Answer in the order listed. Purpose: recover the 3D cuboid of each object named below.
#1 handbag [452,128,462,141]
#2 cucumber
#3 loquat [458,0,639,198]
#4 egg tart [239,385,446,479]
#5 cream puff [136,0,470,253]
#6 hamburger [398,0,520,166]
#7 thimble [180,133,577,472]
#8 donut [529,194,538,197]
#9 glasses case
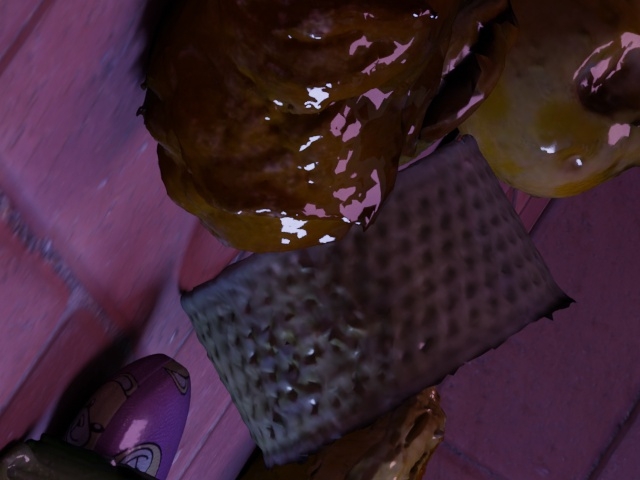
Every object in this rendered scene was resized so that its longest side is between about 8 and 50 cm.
[{"bbox_3d":[0.155,-0.063,2.192,0.127,0.062,0.190,-53,171,-22],"label":"handbag"},{"bbox_3d":[-0.166,0.198,1.251,0.115,0.193,0.086,-91,-159,-48],"label":"cucumber"},{"bbox_3d":[0.228,-0.155,1.848,0.244,0.244,0.244,-55,169,-16],"label":"loquat"},{"bbox_3d":[-0.012,0.326,2.220,0.443,0.178,0.443,-57,171,-13],"label":"egg tart"},{"bbox_3d":[-0.003,-0.117,1.058,0.241,0.154,0.269,-45,158,-69],"label":"cream puff"},{"bbox_3d":[0.068,-0.127,1.410,0.183,0.130,0.206,-52,171,-19],"label":"hamburger"},{"bbox_3d":[0.041,0.045,1.435,0.270,0.150,0.271,-29,179,0],"label":"thimble"},{"bbox_3d":[0.285,-0.182,2.259,0.261,0.128,0.208,-62,168,21],"label":"donut"},{"bbox_3d":[-0.177,0.216,1.393,0.316,0.075,0.123,-63,169,28],"label":"glasses case"}]
